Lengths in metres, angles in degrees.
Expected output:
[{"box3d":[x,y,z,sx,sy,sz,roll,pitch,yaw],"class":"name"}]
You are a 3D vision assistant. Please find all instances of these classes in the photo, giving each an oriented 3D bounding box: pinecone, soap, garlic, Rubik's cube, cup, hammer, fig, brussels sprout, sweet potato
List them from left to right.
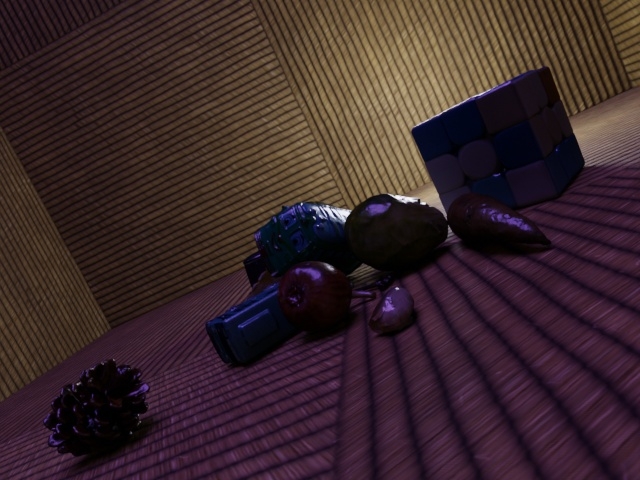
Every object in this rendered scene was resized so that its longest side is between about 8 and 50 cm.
[{"box3d":[-0.448,0.343,0.979,0.212,0.168,0.185,-38,19,9],"class":"pinecone"},{"box3d":[-0.190,0.110,1.876,0.223,0.176,0.169,-28,4,-17],"class":"cup"},{"box3d":[-0.148,0.135,1.597,0.173,0.089,0.274,-56,-3,12],"class":"soap"},{"box3d":[0.006,0.131,1.100,0.175,0.175,0.207,-22,-16,30],"class":"fig"},{"box3d":[0.107,0.129,1.230,0.178,0.021,0.065,-22,8,34],"class":"hammer"},{"box3d":[0.142,0.124,0.908,0.084,0.066,0.152,-24,8,33],"class":"garlic"},{"box3d":[0.206,-0.026,1.277,0.272,0.210,0.219,-12,-3,-7],"class":"brussels sprout"},{"box3d":[0.391,-0.048,1.109,0.131,0.130,0.422,-25,7,1],"class":"sweet potato"},{"box3d":[0.553,-0.289,1.455,0.347,0.346,0.344,-20,9,45],"class":"Rubik's cube"}]

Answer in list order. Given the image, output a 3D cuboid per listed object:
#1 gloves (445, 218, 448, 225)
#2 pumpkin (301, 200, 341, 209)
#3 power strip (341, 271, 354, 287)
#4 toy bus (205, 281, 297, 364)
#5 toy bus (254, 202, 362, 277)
[{"box3d":[0.281,-0.016,1.444,0.229,0.097,0.119,-12,57,33],"class":"gloves"},{"box3d":[0.022,-0.024,1.983,0.232,0.241,0.325,-4,-23,0],"class":"pumpkin"},{"box3d":[-0.005,0.147,1.382,0.288,0.053,0.093,-21,7,46],"class":"power strip"},{"box3d":[-0.138,0.195,1.167,0.256,0.128,0.147,-28,5,-31],"class":"toy bus"},{"box3d":[0.000,0.000,1.406,0.199,0.183,0.344,-40,-27,31],"class":"toy bus"}]
